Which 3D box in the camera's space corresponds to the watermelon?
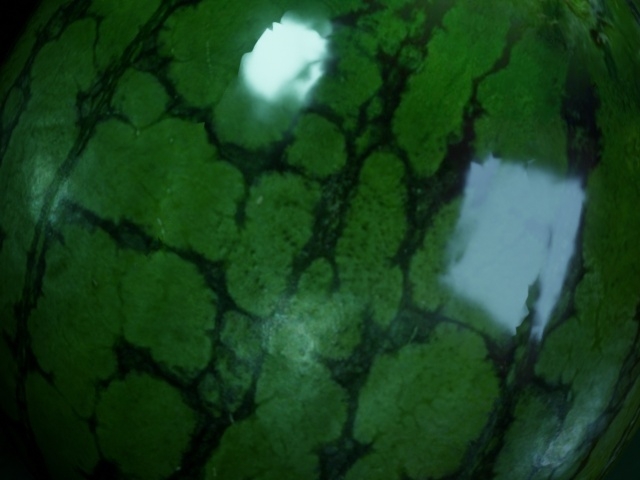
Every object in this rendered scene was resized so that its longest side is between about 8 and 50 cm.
[{"bbox_3d":[0.000,0.000,0.766,0.363,0.363,0.363,-12,106,-51],"label":"watermelon"}]
